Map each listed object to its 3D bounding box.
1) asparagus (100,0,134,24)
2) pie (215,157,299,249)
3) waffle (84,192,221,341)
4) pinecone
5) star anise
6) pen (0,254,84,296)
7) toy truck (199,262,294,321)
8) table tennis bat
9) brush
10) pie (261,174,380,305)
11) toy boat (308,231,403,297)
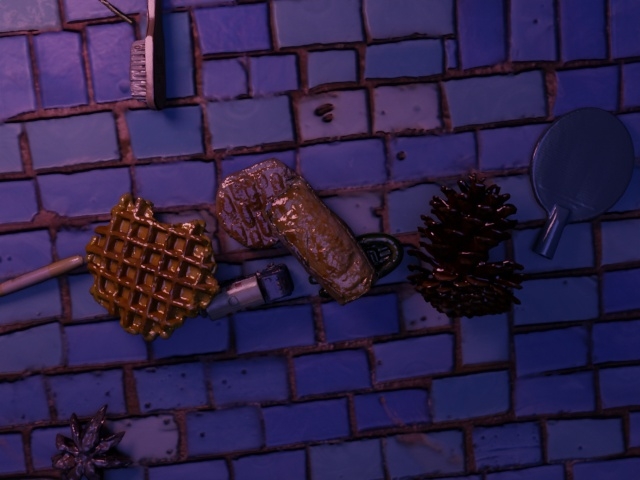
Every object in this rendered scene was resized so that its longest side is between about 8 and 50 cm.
[{"bbox_3d":[-0.424,-0.474,1.327,0.114,0.014,0.015,38,61,-6],"label":"asparagus"},{"bbox_3d":[-0.120,-0.071,1.370,0.195,0.046,0.195,0,96,0],"label":"pie"},{"bbox_3d":[-0.343,0.051,1.339,0.300,0.058,0.282,42,98,13],"label":"waffle"},{"bbox_3d":[0.298,0.012,1.301,0.246,0.246,0.292,10,84,-3],"label":"pinecone"},{"bbox_3d":[-0.497,0.463,1.421,0.204,0.061,0.180,-44,96,4],"label":"star anise"},{"bbox_3d":[-0.602,0.078,1.385,0.233,0.040,0.032,-20,96,6],"label":"pen"},{"bbox_3d":[-0.158,0.108,1.370,0.201,0.088,0.074,-18,96,1],"label":"toy truck"},{"bbox_3d":[0.531,-0.118,1.383,0.215,0.044,0.329,22,94,-5],"label":"table tennis bat"},{"bbox_3d":[-0.347,-0.425,1.314,0.065,0.070,0.328,3,96,9],"label":"brush"},{"bbox_3d":[0.000,0.000,1.328,0.128,0.068,0.282,-40,89,-4],"label":"pie"},{"bbox_3d":[0.073,0.047,1.386,0.210,0.052,0.104,-19,95,2],"label":"toy boat"}]
